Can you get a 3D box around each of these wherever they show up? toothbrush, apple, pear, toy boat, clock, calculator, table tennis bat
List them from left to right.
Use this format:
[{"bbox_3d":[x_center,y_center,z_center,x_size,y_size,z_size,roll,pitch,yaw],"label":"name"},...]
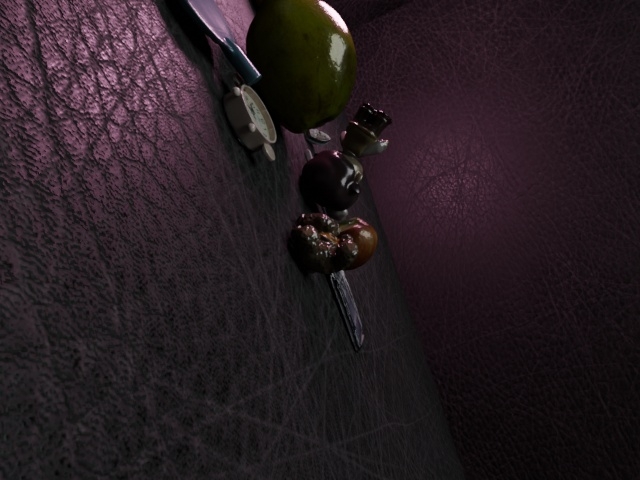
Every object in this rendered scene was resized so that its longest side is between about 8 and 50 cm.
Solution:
[{"bbox_3d":[-0.250,-0.506,0.934,0.329,0.044,0.215,54,17,-15],"label":"table tennis bat"},{"bbox_3d":[-0.172,-0.292,0.987,0.229,0.063,0.156,66,17,0],"label":"clock"},{"bbox_3d":[-0.051,-0.537,1.241,0.352,0.352,0.413,-20,99,-75],"label":"pear"},{"bbox_3d":[-0.018,-0.427,1.707,0.140,0.066,0.059,2,77,-44],"label":"toy boat"},{"bbox_3d":[0.000,-0.181,1.526,0.030,0.025,0.342,21,50,-74],"label":"toothbrush"},{"bbox_3d":[0.088,0.210,1.328,0.166,0.028,0.273,-42,113,-77],"label":"calculator"},{"bbox_3d":[0.089,0.007,1.271,0.160,0.173,0.195,49,13,-10],"label":"apple"}]

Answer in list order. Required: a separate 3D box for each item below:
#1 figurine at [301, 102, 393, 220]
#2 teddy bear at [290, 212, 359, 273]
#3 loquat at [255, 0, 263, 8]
[{"bbox_3d":[0.086,-0.270,1.379,0.218,0.365,0.206,36,-4,5],"label":"figurine"},{"bbox_3d":[0.000,0.000,1.097,0.190,0.177,0.140,-92,-158,-47],"label":"teddy bear"},{"bbox_3d":[-0.171,-0.987,1.638,0.176,0.187,0.234,33,29,-48],"label":"loquat"}]
